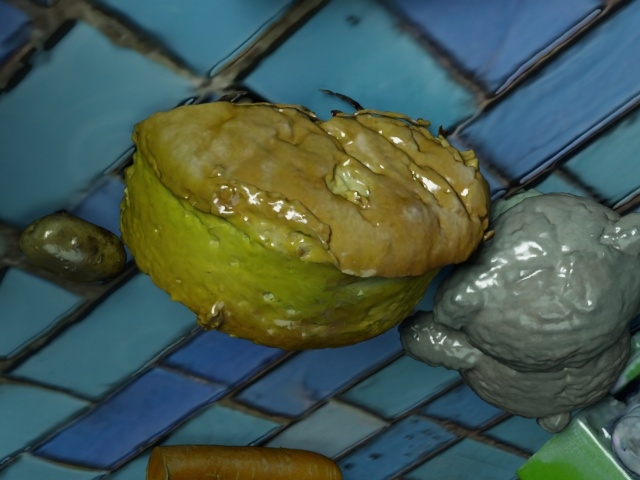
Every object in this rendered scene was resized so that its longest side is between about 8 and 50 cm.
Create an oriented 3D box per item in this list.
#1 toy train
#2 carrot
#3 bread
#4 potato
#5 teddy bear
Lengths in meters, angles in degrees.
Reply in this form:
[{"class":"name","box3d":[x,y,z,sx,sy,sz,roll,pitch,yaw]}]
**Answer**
[{"class":"toy train","box3d":[0.363,0.178,1.007,0.307,0.173,0.249,-23,153,-40]},{"class":"carrot","box3d":[-0.071,0.250,1.071,0.225,0.067,0.067,12,135,-31]},{"class":"bread","box3d":[-0.003,-0.002,0.707,0.261,0.147,0.160,7,135,-29]},{"class":"potato","box3d":[-0.178,0.008,0.735,0.083,0.040,0.051,22,123,-42]},{"class":"teddy bear","box3d":[0.181,0.056,0.848,0.236,0.151,0.267,-21,144,2]}]
